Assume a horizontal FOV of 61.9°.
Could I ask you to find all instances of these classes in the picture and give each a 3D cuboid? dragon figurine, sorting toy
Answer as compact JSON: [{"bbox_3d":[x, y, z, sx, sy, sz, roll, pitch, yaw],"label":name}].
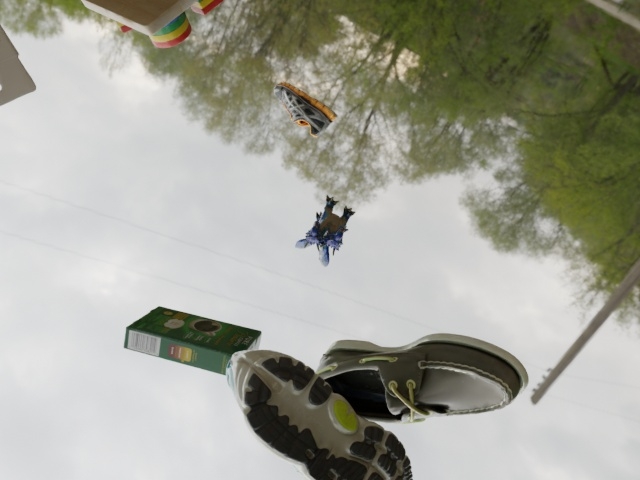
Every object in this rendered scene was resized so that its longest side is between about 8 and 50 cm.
[{"bbox_3d":[0.000,0.000,1.167,0.085,0.289,0.144,33,-116,-1],"label":"dragon figurine"},{"bbox_3d":[-0.332,-0.525,1.144,0.257,0.089,0.255,32,-111,31],"label":"sorting toy"}]

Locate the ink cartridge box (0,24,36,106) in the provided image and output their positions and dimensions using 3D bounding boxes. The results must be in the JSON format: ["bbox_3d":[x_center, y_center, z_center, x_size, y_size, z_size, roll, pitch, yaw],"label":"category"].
[{"bbox_3d":[-0.773,-0.425,1.084,0.207,0.354,0.119,-36,-156,-26],"label":"ink cartridge box"}]

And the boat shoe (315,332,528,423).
[{"bbox_3d":[0.106,0.185,0.676,0.091,0.304,0.109,-41,-69,-43],"label":"boat shoe"}]

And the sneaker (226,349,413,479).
[{"bbox_3d":[0.003,0.212,0.570,0.275,0.107,0.110,53,157,-17],"label":"sneaker"}]

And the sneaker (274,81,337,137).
[{"bbox_3d":[-0.055,-0.348,1.403,0.214,0.083,0.084,38,-169,32],"label":"sneaker"}]

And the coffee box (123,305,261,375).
[{"bbox_3d":[-0.194,0.154,0.826,0.184,0.041,0.113,12,-169,6],"label":"coffee box"}]
